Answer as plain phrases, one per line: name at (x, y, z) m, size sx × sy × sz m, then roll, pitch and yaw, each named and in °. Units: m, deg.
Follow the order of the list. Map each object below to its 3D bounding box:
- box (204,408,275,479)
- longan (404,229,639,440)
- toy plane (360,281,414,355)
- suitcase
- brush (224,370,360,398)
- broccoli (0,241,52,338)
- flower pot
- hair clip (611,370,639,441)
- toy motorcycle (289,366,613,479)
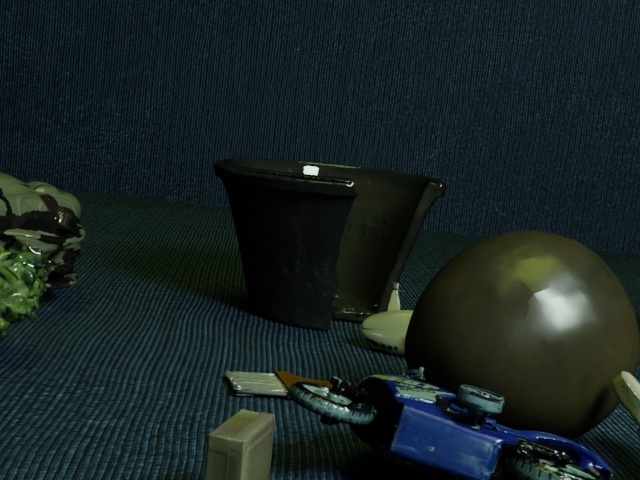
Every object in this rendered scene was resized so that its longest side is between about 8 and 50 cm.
box at (-0.068, 0.191, 0.849) m, size 0.035 × 0.079 × 0.083 m, roll 8°, pitch 8°, yaw 15°
longan at (0.222, 0.113, 1.124) m, size 0.258 × 0.258 × 0.258 m, roll 7°, pitch 8°, yaw -1°
toy plane at (0.190, 0.134, 1.464) m, size 0.256 × 0.104 × 0.242 m, roll 14°, pitch -6°, yaw 6°
suitcase at (-0.517, -0.014, 1.513) m, size 0.339 × 0.193 × 0.351 m, roll 12°, pitch 9°, yaw 19°
brush at (0.041, 0.183, 1.243) m, size 0.315 × 0.017 × 0.090 m, roll 6°, pitch 8°, yaw -14°
broccoli at (-0.459, 0.015, 1.140) m, size 0.248 × 0.245 × 0.288 m, roll 5°, pitch -7°, yaw 13°
flower pot at (0.000, 0.000, 1.656) m, size 0.380 × 0.251 × 0.379 m, roll 5°, pitch 10°, yaw -1°
hair clip at (0.363, 0.186, 1.006) m, size 0.159 × 0.071 × 0.218 m, roll 33°, pitch 39°, yaw -14°
toy motorcycle at (0.126, 0.187, 0.965) m, size 0.316 × 0.113 × 0.169 m, roll 18°, pitch 0°, yaw 9°
